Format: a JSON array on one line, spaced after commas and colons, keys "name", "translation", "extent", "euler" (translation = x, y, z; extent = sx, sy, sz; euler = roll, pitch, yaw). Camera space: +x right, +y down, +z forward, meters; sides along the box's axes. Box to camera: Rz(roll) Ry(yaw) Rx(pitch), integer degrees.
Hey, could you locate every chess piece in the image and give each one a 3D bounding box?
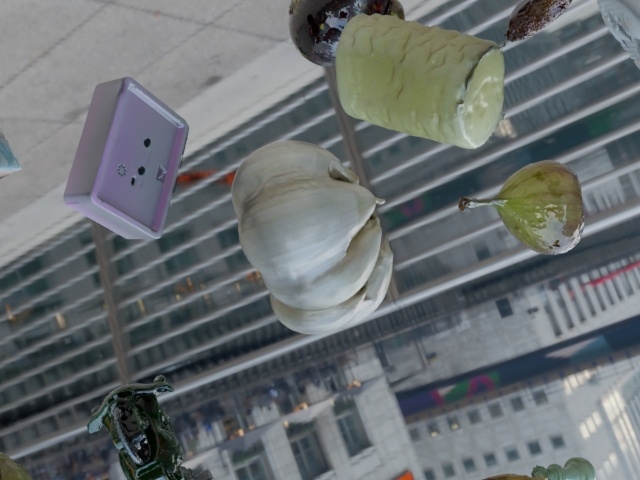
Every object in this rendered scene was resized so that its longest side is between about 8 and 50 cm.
[{"name": "chess piece", "translation": [0.295, 0.290, 1.034], "extent": [0.093, 0.042, 0.042], "euler": [7, 157, -37]}]

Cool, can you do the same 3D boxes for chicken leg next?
[{"name": "chicken leg", "translation": [0.362, -0.383, 1.330], "extent": [0.048, 0.090, 0.219], "euler": [28, 149, -14]}]

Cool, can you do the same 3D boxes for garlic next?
[{"name": "garlic", "translation": [-0.004, -0.001, 1.113], "extent": [0.203, 0.281, 0.185], "euler": [-20, -171, 12]}]

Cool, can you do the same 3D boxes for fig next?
[{"name": "fig", "translation": [0.351, -0.064, 1.405], "extent": [0.143, 0.160, 0.230], "euler": [-9, 163, 42]}]

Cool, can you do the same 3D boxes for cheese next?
[{"name": "cheese", "translation": [0.103, -0.167, 0.885], "extent": [0.094, 0.167, 0.123], "euler": [-46, 142, -30]}]

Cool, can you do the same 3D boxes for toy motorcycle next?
[{"name": "toy motorcycle", "translation": [-0.222, 0.298, 1.144], "extent": [0.124, 0.275, 0.187], "euler": [-26, -149, -5]}]

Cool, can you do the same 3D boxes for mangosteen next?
[{"name": "mangosteen", "translation": [0.056, -0.366, 1.378], "extent": [0.217, 0.192, 0.192], "euler": [21, 157, -17]}]

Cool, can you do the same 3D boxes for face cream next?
[{"name": "face cream", "translation": [0.483, -0.304, 1.174], "extent": [0.111, 0.206, 0.206], "euler": [-38, 168, 14]}]

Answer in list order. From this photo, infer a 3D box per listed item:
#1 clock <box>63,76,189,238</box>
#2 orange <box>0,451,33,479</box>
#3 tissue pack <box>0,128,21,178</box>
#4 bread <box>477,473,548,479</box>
[{"name": "clock", "translation": [-0.276, -0.115, 1.215], "extent": [0.063, 0.197, 0.150], "euler": [-2, 157, 32]}, {"name": "orange", "translation": [-0.585, 0.442, 1.315], "extent": [0.301, 0.223, 0.300], "euler": [-35, 126, 15]}, {"name": "tissue pack", "translation": [-0.335, -0.078, 0.778], "extent": [0.074, 0.059, 0.094], "euler": [-21, -176, 3]}, {"name": "bread", "translation": [0.194, 0.386, 0.978], "extent": [0.236, 0.198, 0.120], "euler": [-29, 154, 24]}]
